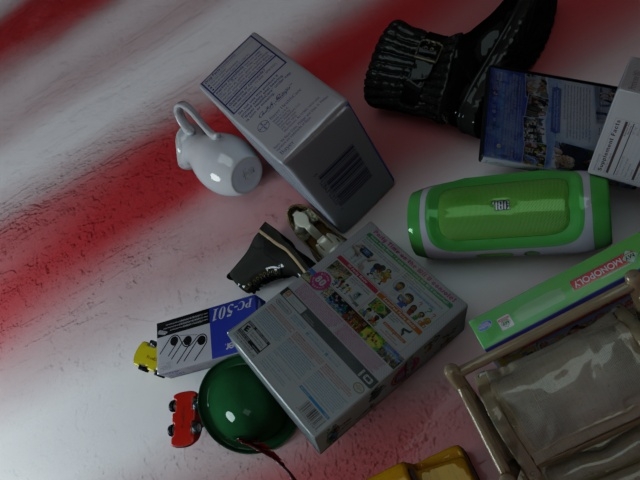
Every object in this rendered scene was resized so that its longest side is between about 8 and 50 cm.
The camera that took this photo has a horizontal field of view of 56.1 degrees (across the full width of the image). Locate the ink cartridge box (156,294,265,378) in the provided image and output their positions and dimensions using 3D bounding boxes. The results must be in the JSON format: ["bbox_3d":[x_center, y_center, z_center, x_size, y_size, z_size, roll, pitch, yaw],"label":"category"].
[{"bbox_3d":[-0.193,0.173,1.071,0.206,0.046,0.097,-18,61,16],"label":"ink cartridge box"}]

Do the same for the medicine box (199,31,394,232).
[{"bbox_3d":[-0.039,-0.196,1.108,0.149,0.263,0.289,-44,56,0],"label":"medicine box"}]

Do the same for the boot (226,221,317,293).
[{"bbox_3d":[-0.086,0.068,1.127,0.137,0.077,0.198,-51,42,1],"label":"boot"}]

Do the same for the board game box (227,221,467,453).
[{"bbox_3d":[0.044,0.142,0.944,0.303,0.098,0.224,-37,58,-15],"label":"board game box"}]

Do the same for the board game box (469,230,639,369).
[{"bbox_3d":[0.370,0.084,0.800,0.317,0.213,0.046,-30,56,11],"label":"board game box"}]

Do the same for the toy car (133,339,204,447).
[{"bbox_3d":[-0.220,0.232,1.117,0.225,0.053,0.239,-42,56,2],"label":"toy car"}]

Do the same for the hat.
[{"bbox_3d":[-0.127,0.283,0.935,0.208,0.183,0.173,-11,92,12],"label":"hat"}]

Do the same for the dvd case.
[{"bbox_3d":[0.388,-0.187,0.973,0.252,0.022,0.181,10,69,1],"label":"dvd case"}]

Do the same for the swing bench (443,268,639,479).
[{"bbox_3d":[0.327,0.209,0.742,0.253,0.255,0.165,-29,50,10],"label":"swing bench"}]

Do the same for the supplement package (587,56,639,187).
[{"bbox_3d":[0.523,-0.143,0.828,0.243,0.134,0.139,20,42,20],"label":"supplement package"}]

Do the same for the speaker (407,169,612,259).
[{"bbox_3d":[0.295,-0.037,0.951,0.296,0.131,0.131,-4,64,25],"label":"speaker"}]

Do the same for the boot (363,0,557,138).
[{"bbox_3d":[0.257,-0.373,1.130,0.260,0.131,0.348,29,82,34],"label":"boot"}]

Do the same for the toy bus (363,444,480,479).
[{"bbox_3d":[0.067,0.403,0.843,0.332,0.130,0.108,-31,57,10],"label":"toy bus"}]

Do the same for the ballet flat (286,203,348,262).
[{"bbox_3d":[0.000,0.000,1.112,0.073,0.067,0.206,-50,55,0],"label":"ballet flat"}]

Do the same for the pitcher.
[{"bbox_3d":[-0.225,-0.191,1.253,0.207,0.178,0.125,30,58,35],"label":"pitcher"}]
